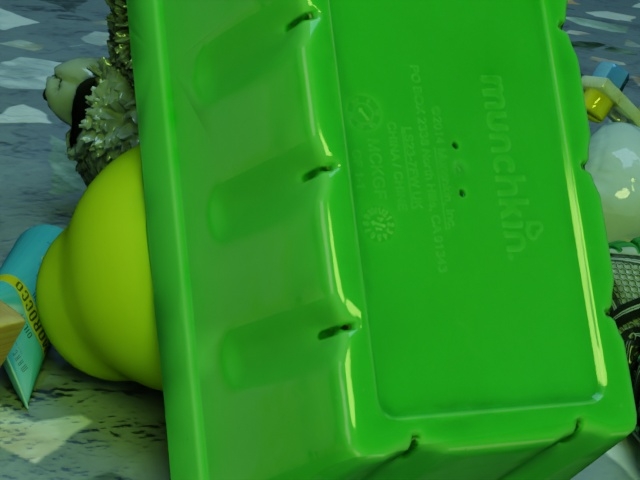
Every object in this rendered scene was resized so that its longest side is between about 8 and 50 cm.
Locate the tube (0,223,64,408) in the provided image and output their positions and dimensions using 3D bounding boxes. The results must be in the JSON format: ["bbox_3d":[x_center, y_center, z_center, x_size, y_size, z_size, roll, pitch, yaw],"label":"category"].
[{"bbox_3d":[-0.210,0.043,0.975,0.052,0.080,0.207,-24,18,5],"label":"tube"}]

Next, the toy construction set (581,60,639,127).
[{"bbox_3d":[0.391,-0.075,1.325,0.215,0.151,0.328,26,2,32],"label":"toy construction set"}]

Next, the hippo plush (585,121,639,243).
[{"bbox_3d":[0.181,-0.024,1.182,0.236,0.234,0.294,34,-14,18],"label":"hippo plush"}]

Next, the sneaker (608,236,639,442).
[{"bbox_3d":[0.249,0.096,0.904,0.146,0.134,0.343,-15,25,-30],"label":"sneaker"}]

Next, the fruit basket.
[{"bbox_3d":[-0.012,0.005,0.845,0.283,0.392,0.392,-1,22,-23],"label":"fruit basket"}]

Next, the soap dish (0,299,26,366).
[{"bbox_3d":[-0.359,0.057,0.804,0.229,0.118,0.291,25,26,38],"label":"soap dish"}]

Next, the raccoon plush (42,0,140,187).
[{"bbox_3d":[-0.041,-0.128,1.124,0.446,0.299,0.216,14,19,34],"label":"raccoon plush"}]
